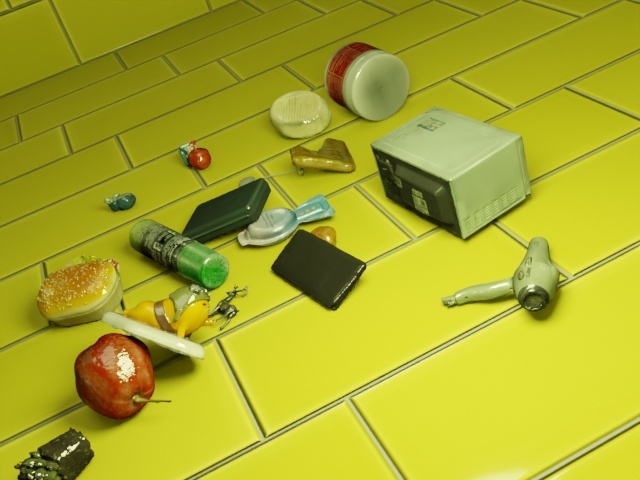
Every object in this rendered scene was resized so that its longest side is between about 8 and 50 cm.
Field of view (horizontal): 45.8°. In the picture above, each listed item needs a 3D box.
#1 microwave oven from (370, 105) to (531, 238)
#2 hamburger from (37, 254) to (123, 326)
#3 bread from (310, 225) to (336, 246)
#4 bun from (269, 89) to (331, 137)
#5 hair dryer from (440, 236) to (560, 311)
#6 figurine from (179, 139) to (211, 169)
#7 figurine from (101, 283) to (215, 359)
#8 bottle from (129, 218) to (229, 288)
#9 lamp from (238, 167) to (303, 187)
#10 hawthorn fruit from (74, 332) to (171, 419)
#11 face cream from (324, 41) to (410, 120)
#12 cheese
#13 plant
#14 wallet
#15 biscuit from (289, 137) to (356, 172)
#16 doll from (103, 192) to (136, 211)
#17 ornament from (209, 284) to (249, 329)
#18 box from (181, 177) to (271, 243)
[{"bbox_3d":[0.295,-0.157,1.741,0.237,0.181,0.295,-33,36,-18],"label":"microwave oven"},{"bbox_3d":[-0.577,0.120,1.823,0.210,0.116,0.173,-11,37,11],"label":"hamburger"},{"bbox_3d":[0.000,0.000,1.779,0.083,0.046,0.081,-25,32,-8],"label":"bread"},{"bbox_3d":[-0.059,-0.374,2.299,0.188,0.111,0.164,-10,51,7],"label":"bun"},{"bbox_3d":[0.379,0.065,1.500,0.225,0.088,0.219,-6,25,45],"label":"hair dryer"},{"bbox_3d":[-0.383,-0.258,2.314,0.075,0.068,0.140,-27,32,-18],"label":"figurine"},{"bbox_3d":[-0.325,0.143,1.569,0.250,0.166,0.141,17,82,18],"label":"figurine"},{"bbox_3d":[-0.352,0.030,1.863,0.093,0.093,0.330,-38,38,-27],"label":"bottle"},{"bbox_3d":[-0.141,-0.191,2.121,0.198,0.056,0.050,-13,37,14],"label":"lamp"},{"bbox_3d":[-0.390,0.284,1.491,0.162,0.162,0.203,-32,54,-19],"label":"hawthorn fruit"},{"bbox_3d":[0.135,-0.476,2.257,0.201,0.201,0.187,-29,35,-15],"label":"face cream"},{"bbox_3d":[-0.090,-0.046,1.883,0.244,0.052,0.135,-23,35,-6],"label":"cheese"},{"bbox_3d":[-0.490,0.413,1.386,0.094,0.092,0.143,16,38,31],"label":"plant"},{"bbox_3d":[-0.010,0.057,1.680,0.124,0.025,0.244,-53,41,-7],"label":"wallet"},{"bbox_3d":[-0.002,-0.239,2.075,0.183,0.039,0.174,3,33,-17],"label":"biscuit"},{"bbox_3d":[-0.580,-0.116,2.223,0.083,0.050,0.076,-10,17,16],"label":"doll"},{"bbox_3d":[-0.200,0.143,1.687,0.073,0.028,0.125,17,49,43],"label":"ornament"},{"bbox_3d":[-0.242,-0.071,1.945,0.230,0.050,0.160,-21,28,26],"label":"box"}]
